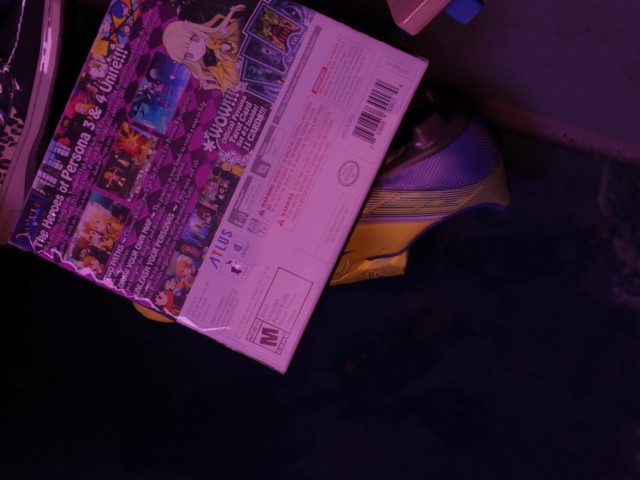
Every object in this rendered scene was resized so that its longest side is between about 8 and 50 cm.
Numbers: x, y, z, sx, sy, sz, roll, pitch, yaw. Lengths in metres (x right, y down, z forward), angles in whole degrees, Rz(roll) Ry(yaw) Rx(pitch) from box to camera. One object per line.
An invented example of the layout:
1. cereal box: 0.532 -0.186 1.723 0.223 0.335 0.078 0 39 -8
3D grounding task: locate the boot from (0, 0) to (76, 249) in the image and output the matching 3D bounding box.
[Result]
1. boot: -0.264 -0.113 1.342 0.179 0.085 0.236 14 121 -6

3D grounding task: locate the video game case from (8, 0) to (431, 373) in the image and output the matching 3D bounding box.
1. video game case: -0.068 -0.059 1.325 0.210 0.042 0.232 25 99 3

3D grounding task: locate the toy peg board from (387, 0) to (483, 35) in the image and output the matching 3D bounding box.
1. toy peg board: 0.111 -0.215 1.242 0.079 0.160 0.161 29 119 -34

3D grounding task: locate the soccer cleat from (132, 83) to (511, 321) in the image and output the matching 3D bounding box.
1. soccer cleat: 0.000 0.000 1.405 0.289 0.093 0.121 -28 120 16
